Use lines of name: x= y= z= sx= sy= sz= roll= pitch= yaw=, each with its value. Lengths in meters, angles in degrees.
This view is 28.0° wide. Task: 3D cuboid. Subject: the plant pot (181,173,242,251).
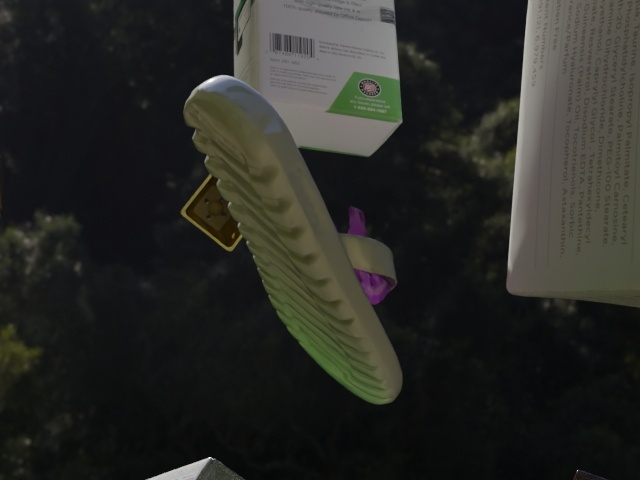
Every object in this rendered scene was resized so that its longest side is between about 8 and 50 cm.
plant pot: x=-0.128 y=-0.042 z=1.635 sx=0.081 sy=0.081 sz=0.083 roll=39 pitch=-6 yaw=-11

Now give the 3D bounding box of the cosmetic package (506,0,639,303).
cosmetic package: x=0.405 y=-0.096 z=1.102 sx=0.329 sy=0.327 sz=0.393 roll=8 pitch=-6 yaw=-23

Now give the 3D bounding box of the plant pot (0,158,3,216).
plant pot: x=-0.397 y=-0.079 z=1.105 sx=0.263 sy=0.263 sz=0.229 roll=22 pitch=19 yaw=-16

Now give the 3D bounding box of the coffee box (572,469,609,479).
coffee box: x=0.384 y=0.426 z=1.628 sx=0.168 sy=0.119 sz=0.297 roll=18 pitch=-29 yaw=21

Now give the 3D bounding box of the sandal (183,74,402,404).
sandal: x=0.010 y=0.007 z=1.156 sx=0.169 sy=0.102 sz=0.416 roll=36 pitch=-20 yaw=39

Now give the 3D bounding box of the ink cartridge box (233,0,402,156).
ink cartridge box: x=-0.007 y=-0.214 z=1.364 sx=0.160 sy=0.219 sz=0.092 roll=7 pitch=-25 yaw=-19

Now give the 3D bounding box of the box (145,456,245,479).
box: x=-0.166 y=0.355 z=1.273 sx=0.126 sy=0.231 sz=0.262 roll=37 pitch=-28 yaw=-11
